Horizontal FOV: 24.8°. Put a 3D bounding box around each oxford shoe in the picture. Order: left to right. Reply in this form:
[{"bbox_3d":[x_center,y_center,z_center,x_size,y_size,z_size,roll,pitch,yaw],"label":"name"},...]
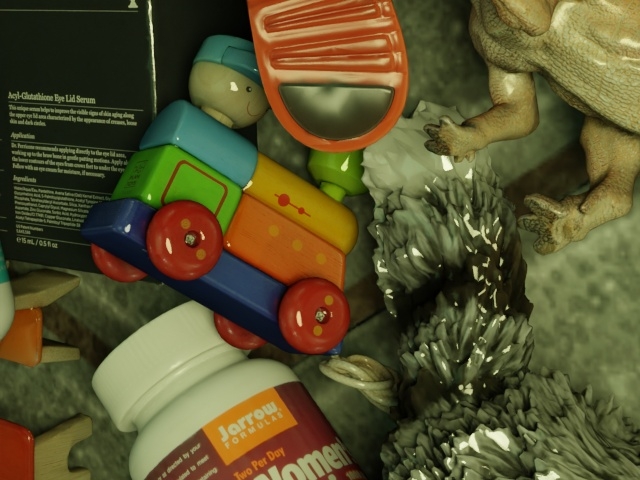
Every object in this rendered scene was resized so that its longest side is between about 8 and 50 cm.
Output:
[{"bbox_3d":[-0.014,-0.184,0.747,0.097,0.098,0.271,-7,104,2],"label":"oxford shoe"}]

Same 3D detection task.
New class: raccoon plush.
[{"bbox_3d":[0.170,0.130,0.687,0.299,0.216,0.446,-12,91,30],"label":"raccoon plush"}]

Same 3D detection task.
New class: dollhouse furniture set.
[{"bbox_3d":[-0.301,0.147,1.075,0.259,0.135,0.262,11,105,35],"label":"dollhouse furniture set"}]

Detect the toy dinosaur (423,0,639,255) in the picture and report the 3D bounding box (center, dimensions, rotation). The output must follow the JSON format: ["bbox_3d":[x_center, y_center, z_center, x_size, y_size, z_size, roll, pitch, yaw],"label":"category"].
[{"bbox_3d":[0.150,-0.110,0.702,0.296,0.200,0.127,41,149,-3],"label":"toy dinosaur"}]

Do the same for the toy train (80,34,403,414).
[{"bbox_3d":[0.000,0.000,0.844,0.105,0.248,0.143,-4,58,61],"label":"toy train"}]

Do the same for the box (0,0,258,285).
[{"bbox_3d":[-0.170,-0.083,0.954,0.261,0.103,0.184,8,107,36],"label":"box"}]

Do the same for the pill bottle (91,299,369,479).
[{"bbox_3d":[-0.040,0.150,0.888,0.121,0.121,0.221,-46,72,34],"label":"pill bottle"}]

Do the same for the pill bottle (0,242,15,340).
[{"bbox_3d":[-0.274,-0.006,0.895,0.146,0.146,0.264,-13,92,38],"label":"pill bottle"}]
